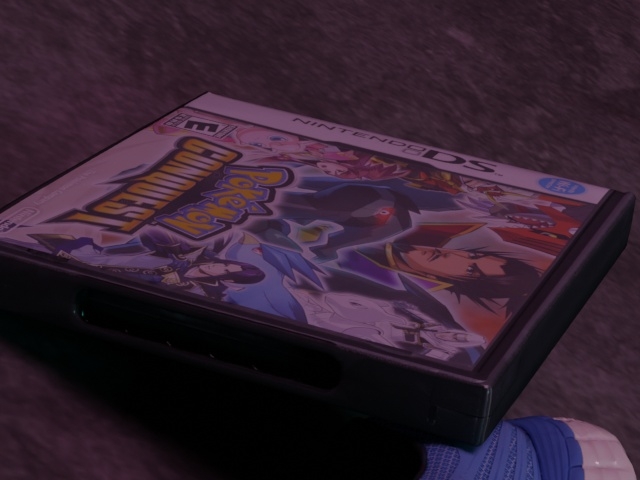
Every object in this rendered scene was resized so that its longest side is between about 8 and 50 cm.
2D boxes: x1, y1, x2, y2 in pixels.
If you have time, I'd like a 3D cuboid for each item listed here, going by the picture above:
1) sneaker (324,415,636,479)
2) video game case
[{"bbox_3d":[0.061,0.176,0.733,0.147,0.129,0.330,12,25,-15],"label":"sneaker"},{"bbox_3d":[0.000,0.000,0.932,0.248,0.035,0.275,15,22,17],"label":"video game case"}]
